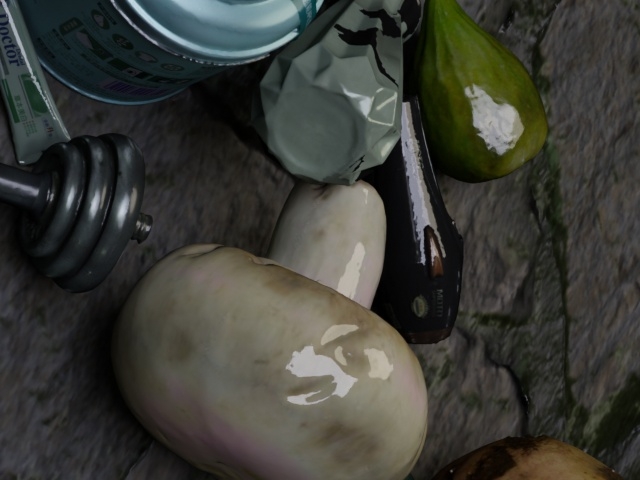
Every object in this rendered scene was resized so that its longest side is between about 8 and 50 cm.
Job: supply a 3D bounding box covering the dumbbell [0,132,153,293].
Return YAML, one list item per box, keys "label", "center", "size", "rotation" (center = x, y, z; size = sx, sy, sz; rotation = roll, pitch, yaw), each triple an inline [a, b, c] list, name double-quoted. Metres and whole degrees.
- label: "dumbbell"
  center: [-0.356, -0.068, 1.706]
  size: [0.406, 0.179, 0.179]
  rotation: [18, 75, -28]

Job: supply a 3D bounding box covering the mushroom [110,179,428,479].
- label: "mushroom"
  center: [-0.047, 0.134, 1.801]
  size: [0.353, 0.353, 0.325]
  rotation: [-17, 131, -31]

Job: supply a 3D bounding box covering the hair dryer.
- label: "hair dryer"
  center: [0.000, 0.000, 1.954]
  size: [0.359, 0.120, 0.303]
  rotation: [-14, 103, -21]

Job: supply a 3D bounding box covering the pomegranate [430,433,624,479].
- label: "pomegranate"
  center: [0.238, 0.386, 1.929]
  size: [0.322, 0.322, 0.322]
  rotation: [4, 81, -30]

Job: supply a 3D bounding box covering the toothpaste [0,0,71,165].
- label: "toothpaste"
  center: [-0.327, -0.190, 1.803]
  size: [0.064, 0.041, 0.218]
  rotation: [-16, 102, -2]

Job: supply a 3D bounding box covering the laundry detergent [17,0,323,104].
- label: "laundry detergent"
  center: [-0.155, -0.309, 1.782]
  size: [0.287, 0.305, 0.287]
  rotation: [5, 81, -31]

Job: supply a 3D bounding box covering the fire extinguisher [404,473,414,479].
- label: "fire extinguisher"
  center: [0.013, 0.343, 1.839]
  size: [0.311, 0.114, 0.095]
  rotation: [-48, 129, -63]

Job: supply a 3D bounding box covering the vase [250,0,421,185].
- label: "vase"
  center: [0.032, -0.196, 1.883]
  size: [0.165, 0.165, 0.360]
  rotation: [50, 27, -16]

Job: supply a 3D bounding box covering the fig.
- label: "fig"
  center: [0.175, -0.175, 2.059]
  size: [0.167, 0.167, 0.233]
  rotation: [-27, 72, -31]
